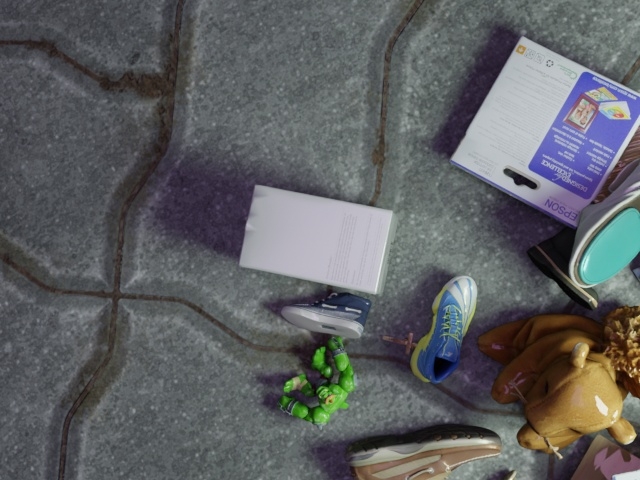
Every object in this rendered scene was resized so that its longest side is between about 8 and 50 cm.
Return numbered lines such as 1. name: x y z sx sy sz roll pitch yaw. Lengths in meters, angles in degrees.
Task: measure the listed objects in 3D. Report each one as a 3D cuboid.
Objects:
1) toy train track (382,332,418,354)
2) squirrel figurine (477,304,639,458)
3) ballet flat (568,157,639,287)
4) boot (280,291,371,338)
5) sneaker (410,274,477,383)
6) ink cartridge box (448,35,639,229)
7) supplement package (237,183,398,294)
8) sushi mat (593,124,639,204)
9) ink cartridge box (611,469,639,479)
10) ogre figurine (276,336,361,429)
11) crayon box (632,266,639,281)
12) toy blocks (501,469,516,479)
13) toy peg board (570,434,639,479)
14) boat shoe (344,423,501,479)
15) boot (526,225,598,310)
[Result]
1. toy train track: 0.175 0.217 1.828 0.083 0.014 0.048 12 95 15
2. squirrel figurine: 0.518 0.246 1.590 0.397 0.370 0.280 -23 82 6
3. ballet flat: 0.604 -0.060 1.683 0.400 0.139 0.139 -43 80 -12
4. boot: 0.014 0.151 1.840 0.190 0.069 0.086 12 58 19
5. sneaker: 0.273 0.193 1.751 0.091 0.126 0.240 21 96 -15
6. ink cartridge box: 0.477 -0.225 1.778 0.304 0.072 0.307 31 97 14
7. supplement package: 0.000 0.000 1.789 0.293 0.175 0.177 12 89 9
8. sushi mat: 0.704 -0.181 1.773 0.317 0.019 0.151 -16 85 8
9. ink cartridge box: 0.727 0.511 1.615 0.330 0.071 0.324 -13 117 7
10. ogre figurine: 0.006 0.311 1.810 0.197 0.096 0.118 -42 63 -15
11. crayon box: 0.790 0.073 1.633 0.323 0.083 0.203 -37 83 34
12. toy blocks: 0.412 0.567 1.743 0.148 0.054 0.123 43 92 9
13. toy peg board: 0.598 0.504 1.718 0.161 0.079 0.161 30 90 25
14. boat shoe: 0.217 0.458 1.758 0.325 0.123 0.116 -12 91 14
15. boot: 0.528 0.038 1.718 0.137 0.077 0.198 -38 47 0
